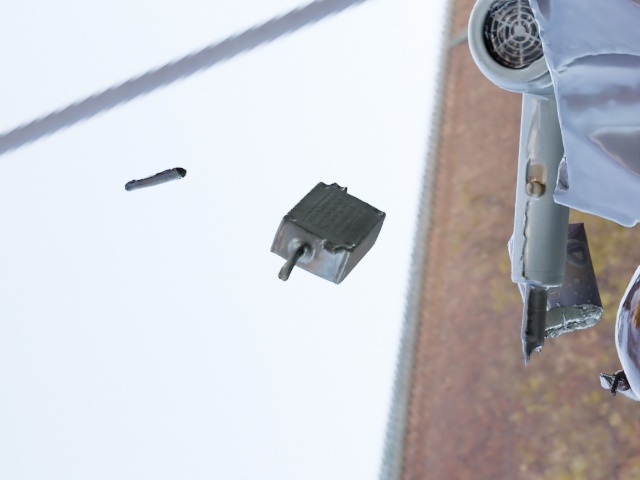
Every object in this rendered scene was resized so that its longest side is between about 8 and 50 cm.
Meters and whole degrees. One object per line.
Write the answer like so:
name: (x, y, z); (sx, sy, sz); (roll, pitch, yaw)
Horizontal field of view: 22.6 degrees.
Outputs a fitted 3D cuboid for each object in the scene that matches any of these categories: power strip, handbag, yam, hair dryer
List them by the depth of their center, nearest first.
power strip: (0.000, 0.000, 1.447); (0.075, 0.042, 0.175); (27, -152, 10)
hair dryer: (0.204, -0.060, 1.471); (0.173, 0.107, 0.357); (-7, -80, -62)
yam: (-0.171, -0.063, 1.653); (0.014, 0.107, 0.014); (7, -102, -39)
handbag: (0.345, 0.064, 2.351); (0.095, 0.117, 0.173); (100, 162, -61)

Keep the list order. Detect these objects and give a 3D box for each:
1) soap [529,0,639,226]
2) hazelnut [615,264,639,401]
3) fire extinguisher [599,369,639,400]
soap: (0.330, -0.202, 0.837); (0.213, 0.435, 0.350); (64, -149, -50)
hazelnut: (0.433, 0.100, 1.325); (0.366, 0.366, 0.366); (37, -143, -35)
fire extinguisher: (0.324, 0.153, 1.750); (0.046, 0.032, 0.100); (37, -177, 29)
